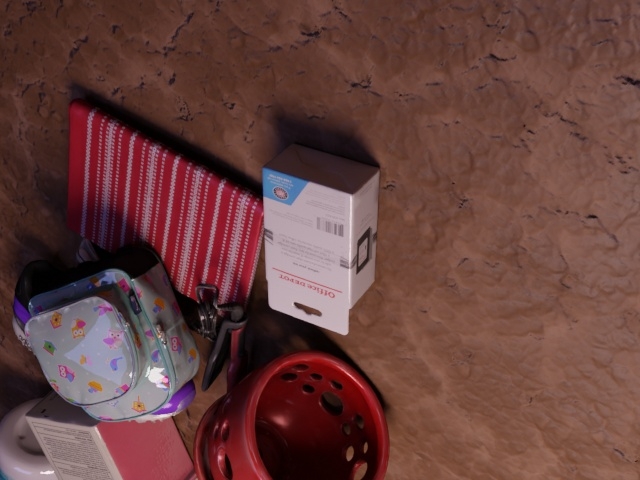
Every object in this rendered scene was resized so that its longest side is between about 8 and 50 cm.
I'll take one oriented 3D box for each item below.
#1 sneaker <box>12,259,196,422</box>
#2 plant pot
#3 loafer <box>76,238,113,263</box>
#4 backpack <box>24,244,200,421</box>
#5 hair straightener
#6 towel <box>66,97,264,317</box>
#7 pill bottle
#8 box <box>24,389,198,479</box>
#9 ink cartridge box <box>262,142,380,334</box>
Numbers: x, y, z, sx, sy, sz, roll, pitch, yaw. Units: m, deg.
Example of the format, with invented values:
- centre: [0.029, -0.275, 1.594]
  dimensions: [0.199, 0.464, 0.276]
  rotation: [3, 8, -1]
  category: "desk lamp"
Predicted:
- centre: [-0.291, 0.121, 1.271]
  dimensions: [0.293, 0.102, 0.146]
  rotation: [28, 132, 16]
  category: "sneaker"
- centre: [-0.044, 0.241, 1.122]
  dimensions: [0.191, 0.191, 0.174]
  rotation: [49, 138, -5]
  category: "plant pot"
- centre: [-0.258, 0.037, 1.230]
  dimensions: [0.125, 0.045, 0.039]
  rotation: [36, 128, 12]
  category: "loafer"
- centre: [-0.242, 0.123, 1.152]
  dimensions: [0.166, 0.144, 0.188]
  rotation: [-20, 108, 23]
  category: "backpack"
- centre: [-0.131, 0.121, 1.164]
  dimensions: [0.089, 0.047, 0.230]
  rotation: [28, 149, 14]
  category: "hair straightener"
- centre: [-0.187, -0.034, 1.136]
  dimensions: [0.275, 0.031, 0.198]
  rotation: [28, 134, 15]
  category: "towel"
- centre: [-0.431, 0.381, 1.528]
  dimensions: [0.146, 0.146, 0.264]
  rotation: [27, 133, 17]
  category: "pill bottle"
- centre: [-0.288, 0.307, 1.387]
  dimensions: [0.149, 0.127, 0.232]
  rotation: [0, 121, 35]
  category: "box"
- centre: [0.000, 0.000, 1.005]
  dimensions: [0.104, 0.060, 0.180]
  rotation: [19, 130, 23]
  category: "ink cartridge box"
